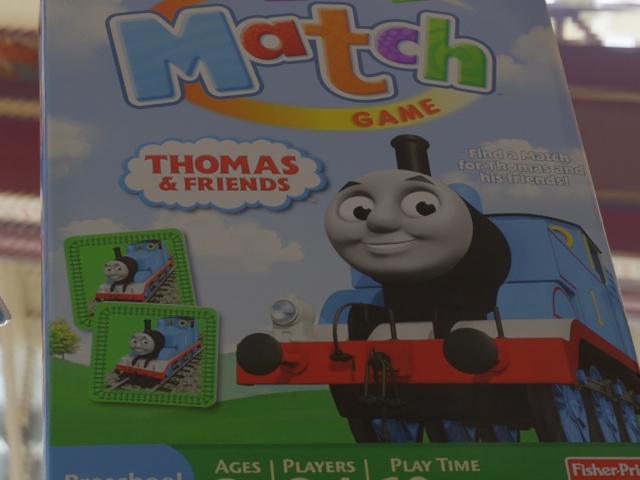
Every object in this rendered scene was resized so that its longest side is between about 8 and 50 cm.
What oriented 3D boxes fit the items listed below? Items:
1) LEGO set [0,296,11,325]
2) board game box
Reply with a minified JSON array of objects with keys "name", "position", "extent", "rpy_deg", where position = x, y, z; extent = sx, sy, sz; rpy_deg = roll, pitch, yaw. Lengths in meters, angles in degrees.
[{"name":"LEGO set","position":[-0.343,-0.011,1.309],"extent":[0.182,0.060,0.244],"rpy_deg":[-27,-87,4]},{"name":"board game box","position":[0.000,0.000,0.559],"extent":[0.160,0.039,0.211],"rpy_deg":[0,-132,-9]}]
